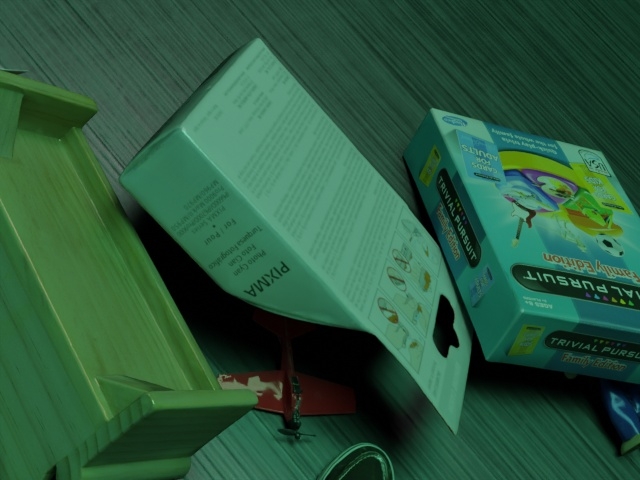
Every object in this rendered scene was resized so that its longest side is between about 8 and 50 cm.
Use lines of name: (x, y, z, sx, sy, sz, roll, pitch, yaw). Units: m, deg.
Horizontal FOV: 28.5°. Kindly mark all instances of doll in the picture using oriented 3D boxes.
doll: (0.317, 0.144, 1.406, 0.129, 0.046, 0.189, -4, 57, -36)

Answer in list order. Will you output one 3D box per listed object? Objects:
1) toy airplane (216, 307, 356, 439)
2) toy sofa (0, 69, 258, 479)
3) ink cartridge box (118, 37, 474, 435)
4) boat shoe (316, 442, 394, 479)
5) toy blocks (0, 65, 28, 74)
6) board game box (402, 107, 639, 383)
toy airplane: (-0.030, 0.124, 1.214, 0.151, 0.028, 0.151, 16, 47, -19)
toy sofa: (-0.228, 0.045, 1.091, 0.150, 0.177, 0.362, 10, 45, -59)
ink cartridge box: (0.000, 0.000, 1.262, 0.385, 0.091, 0.308, 49, 23, -11)
boat shoe: (0.024, 0.256, 1.105, 0.078, 0.070, 0.219, 33, 43, -4)
toy blocks: (-0.442, -0.191, 1.074, 0.260, 0.288, 0.309, 48, 49, -52)
board game box: (0.260, 0.004, 1.421, 0.254, 0.079, 0.336, 11, 38, -25)
